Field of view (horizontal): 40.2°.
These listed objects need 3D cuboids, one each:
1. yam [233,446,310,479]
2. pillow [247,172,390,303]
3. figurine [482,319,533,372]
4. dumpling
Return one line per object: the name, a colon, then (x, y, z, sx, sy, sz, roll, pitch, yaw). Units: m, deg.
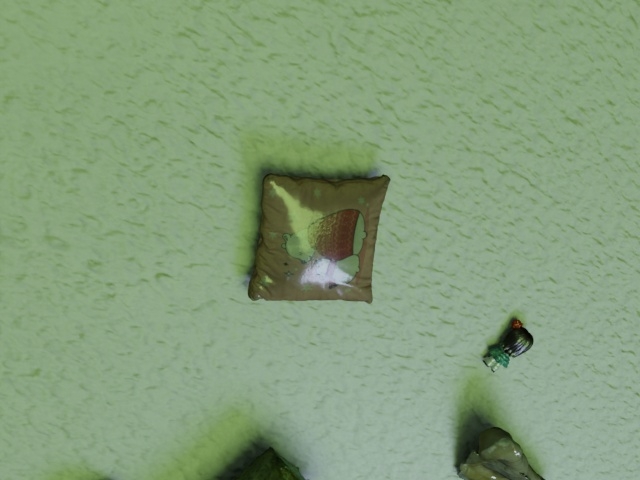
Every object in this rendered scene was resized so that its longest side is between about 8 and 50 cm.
yam: (-0.123, 0.520, 1.539, 0.300, 0.195, 0.195, -43, 120, 1)
pillow: (0.000, 0.000, 1.412, 0.223, 0.084, 0.236, -2, 116, -21)
figurine: (0.354, 0.202, 1.658, 0.106, 0.047, 0.060, -44, 84, 10)
dumpling: (0.362, 0.443, 1.740, 0.332, 0.166, 0.086, 55, 45, -45)
